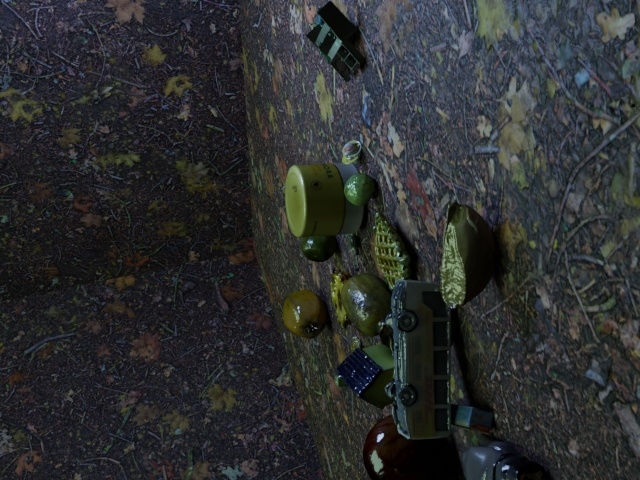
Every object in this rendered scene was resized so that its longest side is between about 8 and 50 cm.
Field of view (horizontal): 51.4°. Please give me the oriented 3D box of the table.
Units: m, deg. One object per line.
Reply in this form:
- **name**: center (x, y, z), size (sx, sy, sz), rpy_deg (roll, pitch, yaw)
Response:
- **table**: center (0.051, -0.521, 1.758), size (0.175, 0.062, 0.146), rpy_deg (47, 168, -4)

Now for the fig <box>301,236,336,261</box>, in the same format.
- **fig**: center (0.000, 0.000, 2.363), size (0.123, 0.123, 0.156), rpy_deg (95, -171, -52)

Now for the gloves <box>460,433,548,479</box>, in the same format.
- **gloves**: center (0.347, 0.452, 1.308), size (0.285, 0.119, 0.142), rpy_deg (107, 180, -71)

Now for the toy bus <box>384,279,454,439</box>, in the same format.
- **toy bus**: center (0.219, 0.258, 1.460), size (0.097, 0.138, 0.342), rpy_deg (156, 116, -79)

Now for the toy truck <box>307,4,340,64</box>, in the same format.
- **toy truck**: center (0.008, -0.578, 1.878), size (0.080, 0.078, 0.154), rpy_deg (-115, 18, -51)

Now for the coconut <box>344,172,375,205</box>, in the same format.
- **coconut**: center (0.107, -0.139, 1.826), size (0.096, 0.088, 0.087), rpy_deg (120, 137, -60)

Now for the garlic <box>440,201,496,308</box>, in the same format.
- **garlic**: center (0.271, 0.021, 1.220), size (0.087, 0.101, 0.195), rpy_deg (16, 115, 40)

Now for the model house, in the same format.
- **model house**: center (0.159, 0.387, 1.790), size (0.194, 0.212, 0.170), rpy_deg (-141, 43, -69)

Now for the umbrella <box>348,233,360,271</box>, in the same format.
- **umbrella**: center (0.099, -0.036, 2.079), size (0.044, 0.044, 0.268), rpy_deg (6, -104, -64)

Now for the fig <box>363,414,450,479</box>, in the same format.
- **fig**: center (0.221, 0.541, 1.662), size (0.215, 0.235, 0.234), rpy_deg (-20, 79, 39)

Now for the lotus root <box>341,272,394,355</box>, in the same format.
- **lotus root**: center (0.150, 0.187, 1.783), size (0.278, 0.154, 0.154), rpy_deg (-124, 26, -55)

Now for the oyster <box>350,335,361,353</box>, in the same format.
- **oyster**: center (0.131, 0.398, 2.317), size (0.121, 0.045, 0.146), rpy_deg (73, 179, -59)

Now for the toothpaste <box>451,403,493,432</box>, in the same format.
- **toothpaste**: center (0.321, 0.389, 1.459), size (0.193, 0.070, 0.044), rpy_deg (137, 150, -75)

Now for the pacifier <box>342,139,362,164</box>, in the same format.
- **pacifier**: center (0.096, -0.244, 1.881), size (0.064, 0.068, 0.083), rpy_deg (44, -144, -45)

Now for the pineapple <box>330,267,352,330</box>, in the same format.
- **pineapple**: center (0.088, 0.190, 2.213), size (0.225, 0.076, 0.224), rpy_deg (172, 90, -77)

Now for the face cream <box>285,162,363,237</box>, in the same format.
- **face cream**: center (0.007, -0.121, 1.987), size (0.218, 0.180, 0.218), rpy_deg (175, 90, -72)

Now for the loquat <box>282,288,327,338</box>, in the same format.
- **loquat**: center (-0.061, 0.304, 2.733), size (0.234, 0.176, 0.187), rpy_deg (42, 144, 52)

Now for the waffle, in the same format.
- **waffle**: center (0.183, 0.040, 1.717), size (0.207, 0.054, 0.214), rpy_deg (88, 162, -50)
